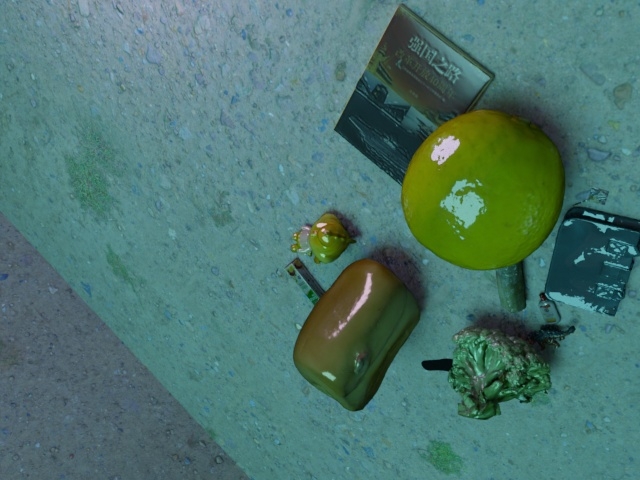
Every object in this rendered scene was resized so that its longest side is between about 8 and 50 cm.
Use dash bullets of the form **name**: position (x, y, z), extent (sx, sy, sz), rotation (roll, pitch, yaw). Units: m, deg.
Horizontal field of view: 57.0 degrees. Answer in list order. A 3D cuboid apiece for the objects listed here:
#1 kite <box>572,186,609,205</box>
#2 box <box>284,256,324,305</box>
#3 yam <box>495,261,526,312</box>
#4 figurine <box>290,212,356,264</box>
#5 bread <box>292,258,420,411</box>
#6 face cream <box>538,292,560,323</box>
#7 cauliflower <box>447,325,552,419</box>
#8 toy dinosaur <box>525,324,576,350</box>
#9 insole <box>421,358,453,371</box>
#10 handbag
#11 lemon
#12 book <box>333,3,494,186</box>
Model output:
- **kite**: position (0.579, -0.095, 1.267), extent (0.078, 0.002, 0.044), rotation (0, 119, 38)
- **box**: position (-0.033, 0.151, 1.900), extent (0.207, 0.041, 0.050), rotation (52, 137, -3)
- **yam**: position (0.465, 0.095, 1.445), extent (0.068, 0.068, 0.170), rotation (6, 121, 36)
- **figurine**: position (0.000, 0.000, 1.721), extent (0.246, 0.131, 0.157), rotation (-1, 79, 56)
- **bread**: position (0.098, 0.248, 1.618), extent (0.252, 0.376, 0.348), rotation (29, 165, 27)
- **face cream**: position (0.559, 0.167, 1.452), extent (0.040, 0.021, 0.083), rotation (-15, 108, 43)
- **cauliflower**: position (0.441, 0.359, 1.511), extent (0.272, 0.250, 0.275), rotation (15, 148, 32)
- **toy dinosaur**: position (0.573, 0.237, 1.470), extent (0.055, 0.049, 0.154), rotation (55, 144, 0)
- **insole**: position (0.368, 0.375, 1.764), extent (0.152, 0.002, 0.053), rotation (-13, 110, 43)
- **handbag**: position (0.607, 0.048, 1.306), extent (0.179, 0.062, 0.229), rotation (15, 127, 26)
- **lemon**: position (0.336, -0.105, 1.227), extent (0.347, 0.348, 0.348), rotation (21, 130, 27)
- **book**: position (0.201, -0.319, 1.396), extent (0.262, 0.028, 0.374), rotation (42, 137, 10)
